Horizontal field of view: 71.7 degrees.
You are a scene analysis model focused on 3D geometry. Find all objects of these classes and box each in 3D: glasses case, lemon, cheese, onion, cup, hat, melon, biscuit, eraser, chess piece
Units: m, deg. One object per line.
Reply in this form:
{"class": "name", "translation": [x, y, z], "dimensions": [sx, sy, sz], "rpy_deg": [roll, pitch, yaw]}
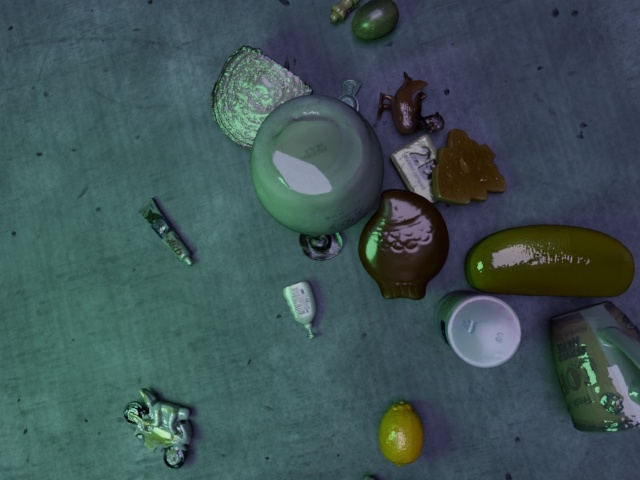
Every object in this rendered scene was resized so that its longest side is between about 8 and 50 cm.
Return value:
{"class": "glasses case", "translation": [0.550, 0.049, 1.076], "dimensions": [0.371, 0.141, 0.173], "rpy_deg": [1, 86, 7]}
{"class": "lemon", "translation": [0.202, 0.482, 1.107], "dimensions": [0.114, 0.114, 0.155], "rpy_deg": [8, 76, 7]}
{"class": "cheese", "translation": [0.075, -0.384, 1.219], "dimensions": [0.067, 0.026, 0.121], "rpy_deg": [11, 88, 7]}
{"class": "onion", "translation": [-0.161, -0.377, 1.216], "dimensions": [0.250, 0.111, 0.247], "rpy_deg": [34, 114, -2]}
{"class": "cup", "translation": [0.641, 0.271, 0.980], "dimensions": [0.227, 0.301, 0.257], "rpy_deg": [-20, 76, 1]}
{"class": "hat", "translation": [0.000, 0.000, 1.193], "dimensions": [0.121, 0.050, 0.121], "rpy_deg": [0, 86, 4]}
{"class": "melon", "translation": [0.147, -0.591, 1.188], "dimensions": [0.130, 0.098, 0.098], "rpy_deg": [-26, 84, 7]}
{"class": "biscuit", "translation": [0.361, -0.168, 1.122], "dimensions": [0.238, 0.041, 0.212], "rpy_deg": [-39, 90, -24]}
{"class": "eraser", "translation": [0.271, -0.178, 1.166], "dimensions": [0.117, 0.058, 0.172], "rpy_deg": [-28, 84, 5]}
{"class": "chess piece", "translation": [0.090, -0.672, 1.223], "dimensions": [0.060, 0.060, 0.172], "rpy_deg": [42, 94, 8]}

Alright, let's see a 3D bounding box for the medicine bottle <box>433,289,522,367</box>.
{"class": "medicine bottle", "translation": [0.352, 0.195, 1.033], "dimensions": [0.152, 0.254, 0.152], "rpy_deg": [-1, 86, 7]}

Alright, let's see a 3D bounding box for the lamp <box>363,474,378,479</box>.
{"class": "lamp", "translation": [0.187, 0.661, 1.108], "dimensions": [0.193, 0.106, 0.106], "rpy_deg": [24, 90, 17]}

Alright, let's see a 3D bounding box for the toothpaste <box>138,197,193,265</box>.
{"class": "toothpaste", "translation": [-0.433, -0.019, 1.255], "dimensions": [0.060, 0.038, 0.233], "rpy_deg": [-41, 80, 1]}

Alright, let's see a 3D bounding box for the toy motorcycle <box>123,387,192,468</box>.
{"class": "toy motorcycle", "translation": [-0.426, 0.499, 1.203], "dimensions": [0.228, 0.074, 0.151], "rpy_deg": [44, 90, 9]}

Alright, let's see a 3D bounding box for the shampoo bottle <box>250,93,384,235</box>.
{"class": "shampoo bottle", "translation": [-0.009, -0.178, 1.065], "dimensions": [0.322, 0.317, 0.323], "rpy_deg": [-2, 77, 7]}

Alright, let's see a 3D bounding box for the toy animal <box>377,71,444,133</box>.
{"class": "toy animal", "translation": [0.245, -0.363, 1.169], "dimensions": [0.179, 0.089, 0.188], "rpy_deg": [11, 75, 10]}

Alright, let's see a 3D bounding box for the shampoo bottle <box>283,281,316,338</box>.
{"class": "shampoo bottle", "translation": [-0.043, 0.189, 1.188], "dimensions": [0.077, 0.045, 0.152], "rpy_deg": [-21, 82, 3]}

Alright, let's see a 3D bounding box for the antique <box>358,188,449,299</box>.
{"class": "antique", "translation": [0.206, 0.008, 1.114], "dimensions": [0.223, 0.129, 0.278], "rpy_deg": [-6, 96, 12]}
